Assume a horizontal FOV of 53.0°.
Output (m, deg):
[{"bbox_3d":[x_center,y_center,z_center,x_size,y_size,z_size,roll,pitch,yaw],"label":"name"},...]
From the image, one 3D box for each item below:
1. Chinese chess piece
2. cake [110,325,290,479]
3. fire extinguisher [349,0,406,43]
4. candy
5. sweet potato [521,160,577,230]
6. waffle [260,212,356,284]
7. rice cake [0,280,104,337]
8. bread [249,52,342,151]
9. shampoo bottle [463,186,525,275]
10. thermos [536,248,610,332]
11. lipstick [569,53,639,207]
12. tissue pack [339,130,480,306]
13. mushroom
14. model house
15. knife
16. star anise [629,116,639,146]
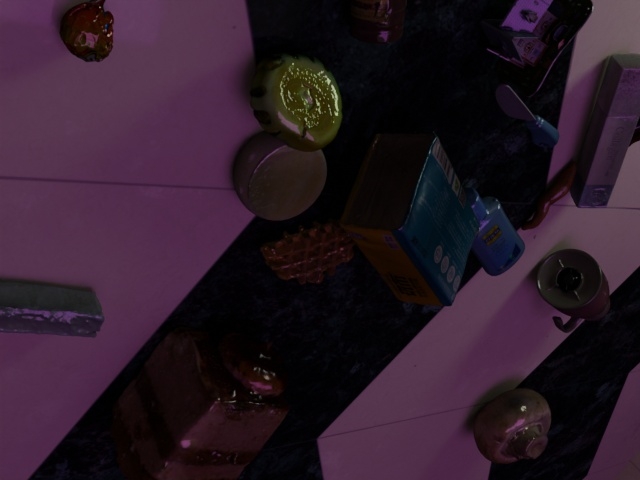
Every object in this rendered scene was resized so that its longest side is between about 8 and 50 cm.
[{"bbox_3d":[-0.060,-0.100,0.961,0.144,0.058,0.144,-20,133,-22],"label":"Chinese chess piece"},{"bbox_3d":[-0.190,0.275,1.083,0.198,0.196,0.293,24,110,-42],"label":"cake"},{"bbox_3d":[0.088,-0.389,0.817,0.106,0.075,0.252,-41,145,-41],"label":"fire extinguisher"},{"bbox_3d":[-0.235,-0.292,0.693,0.060,0.060,0.201,7,113,-38],"label":"candy"},{"bbox_3d":[0.486,-0.090,1.358,0.044,0.044,0.179,15,114,-42],"label":"sweet potato"},{"bbox_3d":[0.000,0.000,1.094,0.192,0.046,0.160,-42,138,2],"label":"waffle"},{"bbox_3d":[-0.455,0.087,0.840,0.336,0.066,0.063,12,118,-39],"label":"rice cake"},{"bbox_3d":[-0.034,-0.188,0.874,0.139,0.071,0.130,5,90,-34],"label":"bread"},{"bbox_3d":[0.334,-0.020,1.294,0.104,0.061,0.258,-44,137,4],"label":"shampoo bottle"},{"bbox_3d":[0.630,0.138,1.576,0.176,0.146,0.265,-52,142,5],"label":"thermos"},{"bbox_3d":[0.574,-0.209,1.281,0.066,0.068,0.317,0,130,1],"label":"lipstick"},{"bbox_3d":[0.154,-0.029,1.075,0.271,0.134,0.192,50,57,-47],"label":"tissue pack"},{"bbox_3d":[0.556,0.535,1.831,0.254,0.184,0.255,-17,120,-31],"label":"mushroom"},{"bbox_3d":[0.316,-0.326,0.988,0.088,0.117,0.167,14,119,-37],"label":"model house"},{"bbox_3d":[0.360,-0.223,1.146,0.244,0.058,0.032,22,86,-45],"label":"knife"},{"bbox_3d":[0.671,-0.270,1.317,0.168,0.057,0.168,-19,135,-20],"label":"star anise"}]
